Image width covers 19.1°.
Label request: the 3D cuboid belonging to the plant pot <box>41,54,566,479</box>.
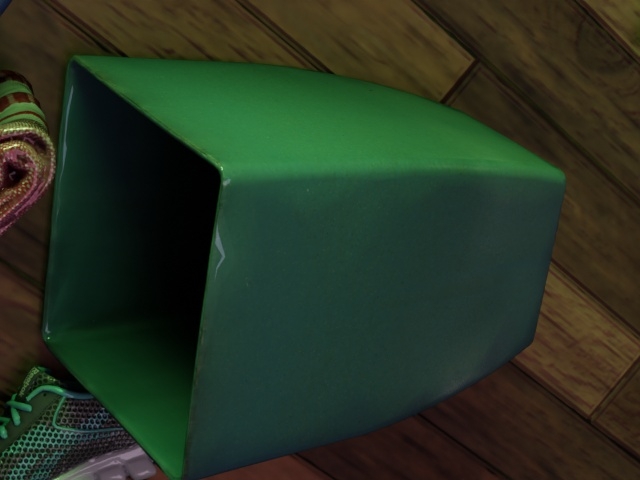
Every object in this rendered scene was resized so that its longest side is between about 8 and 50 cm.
[{"bbox_3d":[0.000,0.000,0.996,0.234,0.165,0.165,-7,117,-32],"label":"plant pot"}]

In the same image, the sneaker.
[{"bbox_3d":[-0.156,0.106,1.034,0.166,0.065,0.076,-21,105,-21],"label":"sneaker"}]

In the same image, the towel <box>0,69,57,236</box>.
[{"bbox_3d":[-0.209,0.018,0.802,0.237,0.329,0.037,-44,104,-1],"label":"towel"}]

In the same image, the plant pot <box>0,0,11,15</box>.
[{"bbox_3d":[-0.235,-0.163,0.698,0.236,0.212,0.236,103,15,-52],"label":"plant pot"}]
